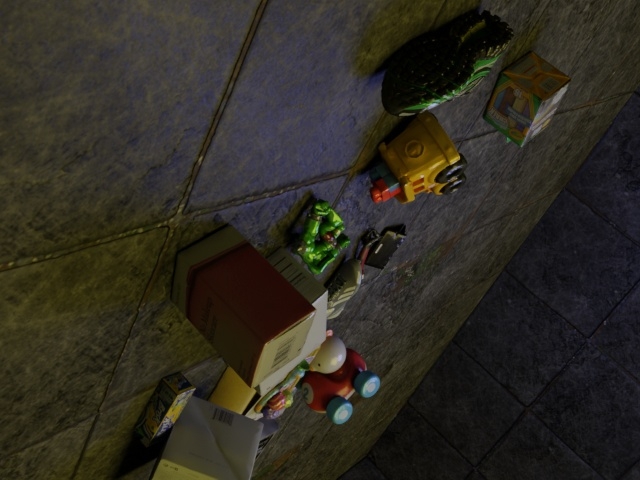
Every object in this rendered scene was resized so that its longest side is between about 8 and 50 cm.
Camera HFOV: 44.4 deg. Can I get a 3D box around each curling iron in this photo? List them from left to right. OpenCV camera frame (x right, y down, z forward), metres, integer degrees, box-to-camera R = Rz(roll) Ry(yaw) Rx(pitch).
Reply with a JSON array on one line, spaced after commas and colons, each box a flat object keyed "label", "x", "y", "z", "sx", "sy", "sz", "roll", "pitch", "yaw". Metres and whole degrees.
[{"label": "curling iron", "x": 0.108, "y": 0.068, "z": 2.050, "sx": 0.068, "sy": 0.035, "sz": 0.274, "roll": -32, "pitch": 154, "yaw": -35}]

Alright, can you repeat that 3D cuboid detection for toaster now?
[{"label": "toaster", "x": -0.223, "y": 0.558, "z": 2.182, "sx": 0.185, "sy": 0.110, "sz": 0.168, "roll": -8, "pitch": 136, "yaw": -59}]

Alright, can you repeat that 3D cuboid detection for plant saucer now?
[{"label": "plant saucer", "x": -0.140, "y": 0.358, "z": 2.029, "sx": 0.332, "sy": 0.081, "sz": 0.333, "roll": -15, "pitch": 142, "yaw": -55}]

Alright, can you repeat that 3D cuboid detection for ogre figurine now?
[{"label": "ogre figurine", "x": 0.000, "y": 0.000, "z": 1.639, "sx": 0.118, "sy": 0.096, "sz": 0.197, "roll": -55, "pitch": 173, "yaw": -13}]

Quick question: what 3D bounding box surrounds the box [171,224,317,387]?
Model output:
[{"label": "box", "x": -0.139, "y": 0.114, "z": 1.372, "sx": 0.126, "sy": 0.232, "sz": 0.149, "roll": -31, "pitch": 154, "yaw": -35}]

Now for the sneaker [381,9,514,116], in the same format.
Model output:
[{"label": "sneaker", "x": 0.239, "y": -0.309, "z": 1.494, "sx": 0.343, "sy": 0.134, "sz": 0.146, "roll": -33, "pitch": 156, "yaw": -34}]

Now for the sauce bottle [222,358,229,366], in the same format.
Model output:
[{"label": "sauce bottle", "x": -0.170, "y": 0.244, "z": 1.818, "sx": 0.128, "sy": 0.042, "sz": 0.042, "roll": -39, "pitch": 158, "yaw": -19}]

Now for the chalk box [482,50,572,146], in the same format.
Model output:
[{"label": "chalk box", "x": 0.510, "y": -0.339, "z": 1.976, "sx": 0.132, "sy": 0.132, "sz": 0.213, "roll": -37, "pitch": 158, "yaw": -29}]

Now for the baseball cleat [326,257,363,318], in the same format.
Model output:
[{"label": "baseball cleat", "x": 0.036, "y": 0.135, "z": 1.986, "sx": 0.109, "sy": 0.072, "sz": 0.206, "roll": -17, "pitch": 141, "yaw": -42}]

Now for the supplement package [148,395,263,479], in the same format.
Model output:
[{"label": "supplement package", "x": -0.282, "y": 0.536, "z": 1.807, "sx": 0.198, "sy": 0.199, "sz": 0.263, "roll": -76, "pitch": -168, "yaw": -55}]

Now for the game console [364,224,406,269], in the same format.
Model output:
[{"label": "game console", "x": 0.172, "y": 0.010, "z": 2.109, "sx": 0.107, "sy": 0.071, "sz": 0.122, "roll": 16, "pitch": 118, "yaw": -34}]

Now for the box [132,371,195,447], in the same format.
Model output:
[{"label": "box", "x": -0.338, "y": 0.365, "z": 1.688, "sx": 0.059, "sy": 0.054, "sz": 0.169, "roll": -12, "pitch": 140, "yaw": -57}]

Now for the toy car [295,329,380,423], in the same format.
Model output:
[{"label": "toy car", "x": 0.010, "y": 0.353, "z": 2.226, "sx": 0.210, "sy": 0.219, "sz": 0.238, "roll": -41, "pitch": 129, "yaw": -14}]

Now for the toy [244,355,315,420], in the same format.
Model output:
[{"label": "toy", "x": -0.101, "y": 0.396, "z": 1.980, "sx": 0.237, "sy": 0.056, "sz": 0.136, "roll": -56, "pitch": 156, "yaw": 21}]

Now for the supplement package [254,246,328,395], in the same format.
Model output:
[{"label": "supplement package", "x": -0.105, "y": 0.178, "z": 1.681, "sx": 0.204, "sy": 0.145, "sz": 0.262, "roll": -39, "pitch": 158, "yaw": -20}]

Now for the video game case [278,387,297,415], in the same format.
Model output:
[{"label": "video game case", "x": -0.142, "y": 0.505, "z": 2.375, "sx": 0.157, "sy": 0.019, "sz": 0.143, "roll": -19, "pitch": 145, "yaw": -51}]

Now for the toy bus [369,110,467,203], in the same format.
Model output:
[{"label": "toy bus", "x": 0.198, "y": -0.150, "z": 1.710, "sx": 0.211, "sy": 0.149, "sz": 0.220, "roll": -34, "pitch": 162, "yaw": 1}]
